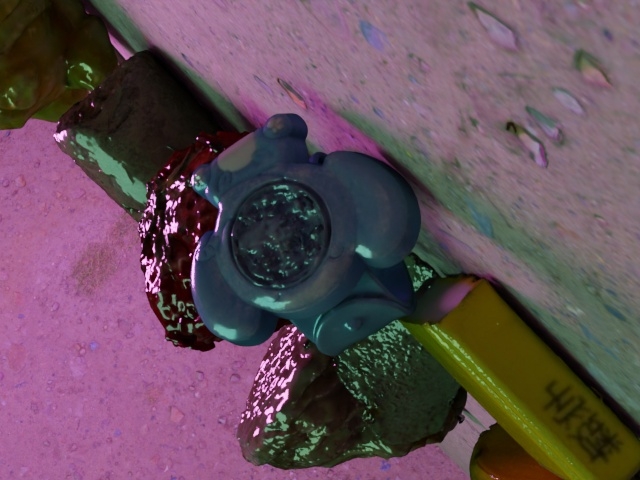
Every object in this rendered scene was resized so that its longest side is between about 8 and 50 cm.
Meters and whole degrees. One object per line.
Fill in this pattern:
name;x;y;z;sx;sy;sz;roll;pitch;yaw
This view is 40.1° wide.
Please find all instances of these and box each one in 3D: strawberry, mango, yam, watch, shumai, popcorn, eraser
strawberry;-0.091;0.006;1.030;0.220;0.274;0.274;16;-174;-26
mango;0.264;0.273;0.924;0.167;0.130;0.262;40;170;-17
yam;-0.214;-0.109;1.230;0.300;0.195;0.195;45;173;-10
watch;0.000;0.000;0.793;0.211;0.211;0.193;42;-171;23
shumai;0.057;0.198;1.152;0.262;0.314;0.267;30;-169;-10
popcorn;-0.499;-0.312;1.350;0.335;0.279;0.274;54;146;16
eraser;0.180;0.128;0.805;0.226;0.069;0.158;45;172;-4

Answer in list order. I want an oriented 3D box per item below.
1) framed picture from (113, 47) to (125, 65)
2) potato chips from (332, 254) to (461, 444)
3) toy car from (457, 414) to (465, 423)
framed picture;-0.437;-0.391;1.574;0.184;0.016;0.250;50;172;-35
potato chips;0.097;0.129;0.965;0.228;0.167;0.059;62;-155;-13
toy car;0.246;0.313;1.628;0.041;0.025;0.093;44;176;-4
